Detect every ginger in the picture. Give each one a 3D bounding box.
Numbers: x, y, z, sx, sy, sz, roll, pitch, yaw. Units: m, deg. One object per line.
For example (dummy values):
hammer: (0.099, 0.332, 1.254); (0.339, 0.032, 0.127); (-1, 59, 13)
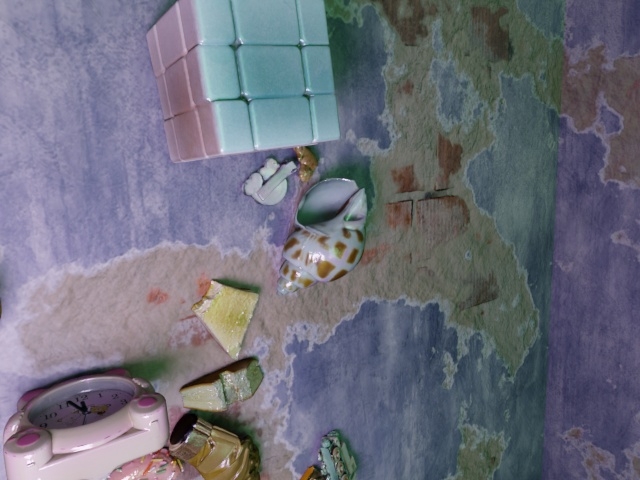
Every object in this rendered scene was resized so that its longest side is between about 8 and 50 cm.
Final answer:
ginger: (-0.055, -0.287, 1.313); (0.176, 0.052, 0.194); (38, 67, -33)

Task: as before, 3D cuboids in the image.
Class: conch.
conch: (0.001, -0.001, 1.302); (0.249, 0.197, 0.368); (45, 64, 4)

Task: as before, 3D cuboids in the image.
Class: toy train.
toy train: (0.054, 0.729, 1.498); (0.125, 0.080, 0.194); (-34, 109, -62)

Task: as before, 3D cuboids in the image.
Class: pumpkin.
pumpkin: (-0.025, 0.790, 1.475); (0.074, 0.053, 0.083); (-50, 117, -25)

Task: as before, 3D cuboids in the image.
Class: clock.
clock: (-0.485, 0.368, 0.933); (0.283, 0.309, 0.114); (-11, 103, -34)

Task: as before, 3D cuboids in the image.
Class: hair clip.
hair clip: (-0.138, -0.162, 1.271); (0.172, 0.049, 0.116); (-48, 115, -18)

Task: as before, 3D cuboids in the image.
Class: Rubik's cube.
Rubik's cube: (-0.180, -0.360, 1.048); (0.321, 0.318, 0.317); (-17, 105, -33)

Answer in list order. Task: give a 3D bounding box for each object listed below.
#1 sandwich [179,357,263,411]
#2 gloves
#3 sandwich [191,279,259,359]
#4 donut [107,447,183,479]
sandwich: (-0.254, 0.398, 1.237); (0.244, 0.088, 0.090); (-15, 101, -33)
gloves: (-0.261, 0.591, 1.226); (0.331, 0.141, 0.154); (48, 68, -30)
sandwich: (-0.271, 0.214, 1.223); (0.162, 0.058, 0.193); (20, 86, -34)
donut: (-0.461, 0.634, 1.127); (0.199, 0.085, 0.233); (28, 79, -33)
